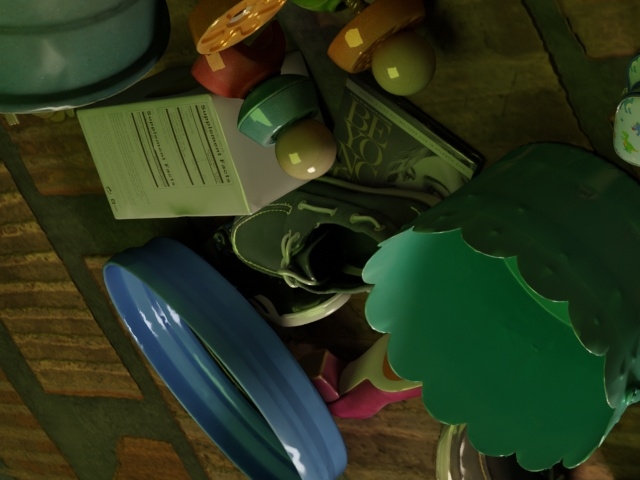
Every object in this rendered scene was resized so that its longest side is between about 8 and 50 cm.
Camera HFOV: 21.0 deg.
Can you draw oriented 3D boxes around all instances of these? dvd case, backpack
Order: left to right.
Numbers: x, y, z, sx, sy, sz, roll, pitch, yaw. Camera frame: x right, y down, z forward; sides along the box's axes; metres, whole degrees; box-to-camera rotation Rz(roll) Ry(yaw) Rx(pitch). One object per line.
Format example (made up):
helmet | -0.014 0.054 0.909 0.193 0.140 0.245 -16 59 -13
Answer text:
dvd case | 0.075 -0.060 1.785 0.164 0.018 0.221 38 145 17
backpack | 0.297 -0.110 1.419 0.105 0.084 0.114 22 135 31

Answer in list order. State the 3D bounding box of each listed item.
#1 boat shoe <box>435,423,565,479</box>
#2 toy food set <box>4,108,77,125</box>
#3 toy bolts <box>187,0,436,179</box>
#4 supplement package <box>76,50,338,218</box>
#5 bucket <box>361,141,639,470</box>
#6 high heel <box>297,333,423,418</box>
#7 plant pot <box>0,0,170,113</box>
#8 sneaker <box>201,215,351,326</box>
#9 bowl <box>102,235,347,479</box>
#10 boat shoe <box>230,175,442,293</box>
boat shoe | 0.222 0.278 1.875 0.130 0.132 0.355 12 141 30
toy food set | -0.353 -0.206 2.125 0.192 0.038 0.132 0 116 55
toy bolts | -0.022 -0.152 1.606 0.158 0.218 0.228 55 138 9
supplement package | -0.123 -0.110 1.843 0.244 0.139 0.134 -1 113 49
bucket | 0.199 0.056 1.608 0.281 0.183 0.281 31 142 27
high heel | 0.087 0.167 1.965 0.244 0.082 0.117 -14 139 41
plant pot | -0.302 -0.358 1.672 0.341 0.341 0.334 33 136 24
sneaker | -0.066 0.027 1.977 0.217 0.079 0.121 1 125 50
bowl | -0.112 0.158 2.078 0.391 0.077 0.391 45 163 18
boat shoe | 0.000 0.000 1.808 0.319 0.099 0.116 2 112 46
